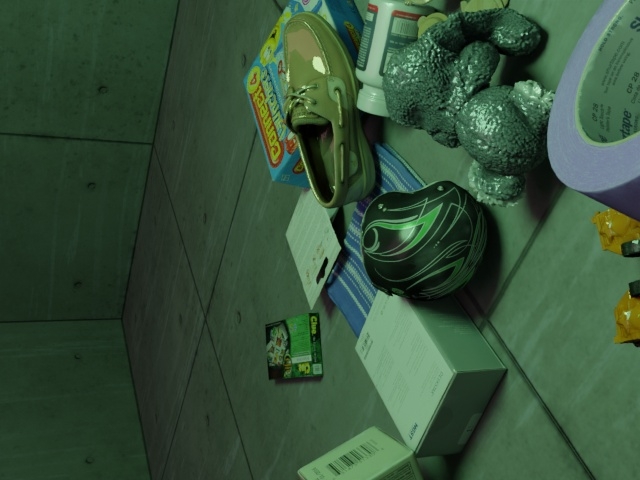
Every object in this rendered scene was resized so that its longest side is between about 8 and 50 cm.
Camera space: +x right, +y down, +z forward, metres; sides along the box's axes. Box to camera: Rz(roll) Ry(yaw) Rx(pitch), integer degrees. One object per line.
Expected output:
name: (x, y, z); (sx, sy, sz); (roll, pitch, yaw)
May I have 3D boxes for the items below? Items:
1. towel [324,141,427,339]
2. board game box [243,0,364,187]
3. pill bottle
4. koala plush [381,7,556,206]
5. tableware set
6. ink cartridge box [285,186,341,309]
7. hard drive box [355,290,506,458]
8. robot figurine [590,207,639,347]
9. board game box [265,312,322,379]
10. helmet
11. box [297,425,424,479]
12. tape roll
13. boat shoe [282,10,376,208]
towel: (0.102, 0.024, 1.319); (0.243, 0.040, 0.336); (-123, 41, -49)
board game box: (-0.023, -0.319, 1.483); (0.302, 0.086, 0.308); (-51, 44, 38)
pill bottle: (0.115, -0.299, 1.221); (0.108, 0.108, 0.180); (-133, 49, -56)
koala plush: (0.207, -0.163, 0.953); (0.221, 0.203, 0.196); (56, 140, 32)
tableware set: (0.195, -0.350, 1.088); (0.168, 0.020, 0.141); (-6, 84, 38)
ink cartridge box: (0.000, 0.000, 1.518); (0.225, 0.056, 0.181); (-113, 35, -41)
hard drive box: (0.156, 0.179, 1.138); (0.232, 0.089, 0.181); (-118, 37, -47)
robot figurine: (0.378, 0.002, 0.676); (0.291, 0.085, 0.211); (148, 119, -62)
board game box: (-0.064, 0.242, 1.680); (0.259, 0.030, 0.136); (156, 115, -63)
helmet: (0.154, 0.001, 1.064); (0.161, 0.169, 0.169); (-6, 82, 33)
box: (0.086, 0.424, 1.116); (0.127, 0.148, 0.232); (13, 125, 66)
tape roll: (0.326, -0.152, 0.670); (0.275, 0.090, 0.275); (-60, 15, 28)
boat shoe: (0.000, -0.224, 1.278); (0.121, 0.110, 0.341); (-16, 93, 42)
